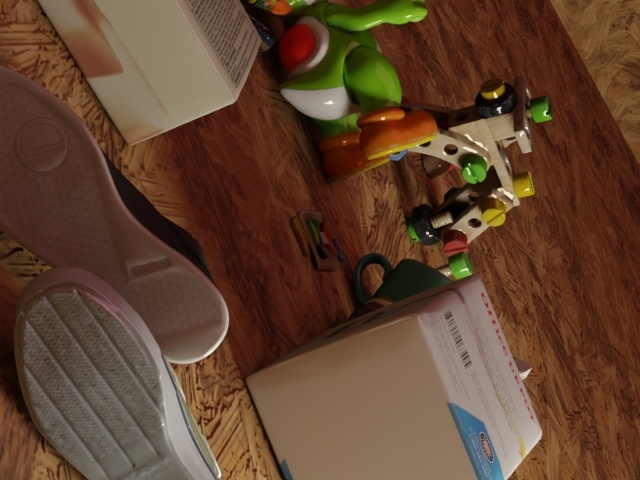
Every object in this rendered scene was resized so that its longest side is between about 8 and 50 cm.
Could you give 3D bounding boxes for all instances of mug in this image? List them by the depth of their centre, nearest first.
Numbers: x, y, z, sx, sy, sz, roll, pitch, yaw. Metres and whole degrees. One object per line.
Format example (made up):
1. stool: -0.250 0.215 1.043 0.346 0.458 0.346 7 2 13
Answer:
1. mug: 0.110 0.095 1.997 0.097 0.157 0.129 -51 135 -15

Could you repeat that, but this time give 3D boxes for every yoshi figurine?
1. yoshi figurine: 0.028 -0.271 2.069 0.203 0.203 0.362 -10 76 -86

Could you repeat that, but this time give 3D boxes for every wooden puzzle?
1. wooden puzzle: 0.000 0.000 1.947 0.079 0.014 0.116 70 19 2

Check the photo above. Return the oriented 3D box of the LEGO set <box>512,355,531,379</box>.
1. LEGO set: 0.150 0.198 1.963 0.087 0.227 0.093 -26 65 -37

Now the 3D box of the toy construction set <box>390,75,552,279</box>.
1. toy construction set: 0.242 -0.129 2.375 0.258 0.237 0.309 65 20 -10

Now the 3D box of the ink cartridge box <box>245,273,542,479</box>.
1. ink cartridge box: 0.086 0.174 1.721 0.198 0.197 0.270 68 20 0

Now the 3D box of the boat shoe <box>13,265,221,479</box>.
1. boat shoe: -0.157 0.136 1.307 0.094 0.109 0.302 -108 176 -59

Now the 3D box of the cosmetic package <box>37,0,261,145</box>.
1. cosmetic package: -0.188 -0.259 1.555 0.296 0.129 0.153 61 23 -22

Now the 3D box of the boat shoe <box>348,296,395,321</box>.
1. boat shoe: 0.083 0.177 1.905 0.073 0.080 0.224 -17 87 -52

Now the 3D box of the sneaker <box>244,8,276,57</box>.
1. sneaker: -0.117 -0.245 1.840 0.135 0.058 0.052 39 17 -12

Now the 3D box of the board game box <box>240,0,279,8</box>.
1. board game box: -0.138 -0.311 1.808 0.136 0.030 0.259 47 18 11

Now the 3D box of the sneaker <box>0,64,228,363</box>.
1. sneaker: -0.195 -0.023 1.367 0.296 0.104 0.147 47 -2 -9
